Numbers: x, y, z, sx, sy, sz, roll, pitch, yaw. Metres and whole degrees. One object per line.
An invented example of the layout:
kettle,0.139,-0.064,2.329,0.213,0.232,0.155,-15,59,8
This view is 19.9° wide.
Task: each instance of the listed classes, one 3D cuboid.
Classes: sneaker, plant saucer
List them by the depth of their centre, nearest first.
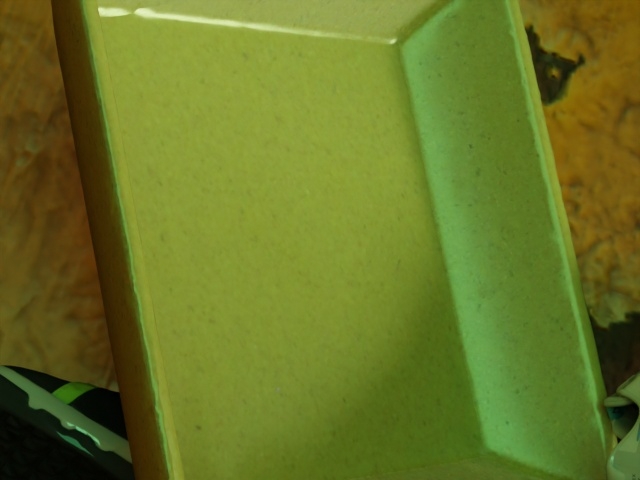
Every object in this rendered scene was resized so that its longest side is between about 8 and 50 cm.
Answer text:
plant saucer,0.000,0.000,0.915,0.333,0.081,0.332,0,76,-49
sneaker,-0.072,0.116,0.959,0.235,0.084,0.097,26,48,-2
sneaker,0.196,0.074,0.982,0.190,0.083,0.071,-52,129,-54
